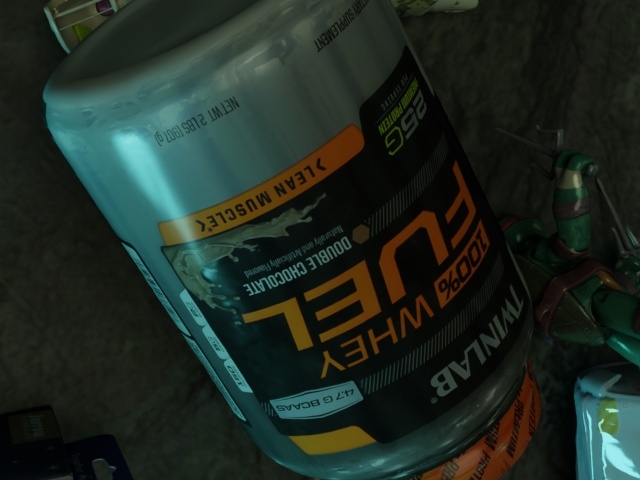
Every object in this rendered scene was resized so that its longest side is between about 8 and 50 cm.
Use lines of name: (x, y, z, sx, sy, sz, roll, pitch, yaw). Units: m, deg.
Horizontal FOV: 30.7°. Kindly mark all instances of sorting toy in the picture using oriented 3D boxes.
sorting toy: (-0.130, -0.133, 0.756, 0.083, 0.045, 0.075, -25, 114, -15)

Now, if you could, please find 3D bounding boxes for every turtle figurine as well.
turtle figurine: (0.198, 0.027, 0.828, 0.118, 0.234, 0.175, -48, 147, 6)

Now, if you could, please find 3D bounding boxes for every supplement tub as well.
supplement tub: (0.000, 0.000, 0.716, 0.207, 0.207, 0.338, -35, 117, -10)

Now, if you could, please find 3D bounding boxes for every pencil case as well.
pencil case: (0.247, 0.230, 0.896, 0.124, 0.113, 0.273, 1, 99, -4)

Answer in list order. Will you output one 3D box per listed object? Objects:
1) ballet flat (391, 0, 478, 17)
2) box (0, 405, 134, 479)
ballet flat: (0.100, -0.211, 0.806, 0.221, 0.077, 0.079, -45, 128, -7)
box: (-0.232, 0.151, 0.716, 0.225, 0.136, 0.036, -9, 102, -17)
